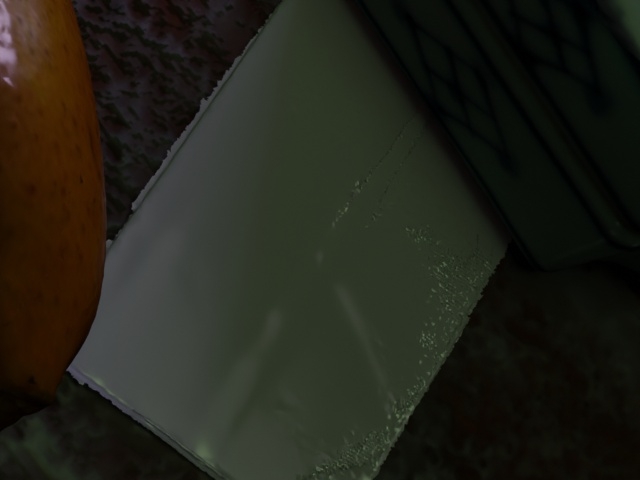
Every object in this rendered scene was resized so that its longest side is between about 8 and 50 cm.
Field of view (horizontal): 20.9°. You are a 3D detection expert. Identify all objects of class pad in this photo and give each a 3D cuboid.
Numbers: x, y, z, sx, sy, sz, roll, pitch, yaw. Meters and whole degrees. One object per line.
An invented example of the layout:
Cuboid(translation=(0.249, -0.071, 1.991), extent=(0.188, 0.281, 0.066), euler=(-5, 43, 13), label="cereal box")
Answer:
Cuboid(translation=(0.000, 0.000, 0.759), extent=(0.156, 0.004, 0.232), euler=(38, 65, -12), label="pad")

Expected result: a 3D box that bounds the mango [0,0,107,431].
Cuboid(translation=(-0.198, -0.083, 0.600), extent=(0.201, 0.199, 0.350), euler=(-24, 75, 11), label="mango")

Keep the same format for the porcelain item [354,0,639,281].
Cuboid(translation=(0.173, -0.141, 0.785), extent=(0.286, 0.157, 0.281), euler=(-33, 91, -29), label="porcelain item")
